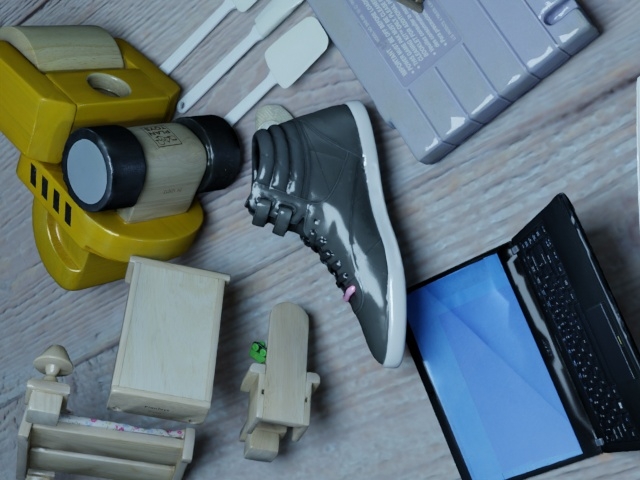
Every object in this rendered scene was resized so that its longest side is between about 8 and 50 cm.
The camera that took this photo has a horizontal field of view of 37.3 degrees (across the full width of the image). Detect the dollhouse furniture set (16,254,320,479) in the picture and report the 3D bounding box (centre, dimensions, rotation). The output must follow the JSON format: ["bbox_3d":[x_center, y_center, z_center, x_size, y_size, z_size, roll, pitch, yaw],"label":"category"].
[{"bbox_3d":[-0.194,0.195,1.152,0.355,0.304,0.173,117,161,-51],"label":"dollhouse furniture set"}]

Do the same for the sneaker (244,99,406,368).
[{"bbox_3d":[0.000,0.000,1.006,0.147,0.104,0.295,-9,77,-11],"label":"sneaker"}]

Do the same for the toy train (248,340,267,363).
[{"bbox_3d":[-0.051,0.148,1.124,0.083,0.017,0.023,34,116,26],"label":"toy train"}]

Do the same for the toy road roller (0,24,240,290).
[{"bbox_3d":[-0.281,-0.092,1.157,0.329,0.203,0.240,44,125,25],"label":"toy road roller"}]

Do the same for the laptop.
[{"bbox_3d":[0.186,0.114,0.913,0.137,0.264,0.234,-20,78,-8],"label":"laptop"}]

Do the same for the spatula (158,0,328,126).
[{"bbox_3d":[-0.104,-0.220,1.143,0.242,0.019,0.168,-39,71,28],"label":"spatula"}]

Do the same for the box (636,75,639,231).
[{"bbox_3d":[0.337,-0.047,0.722,0.121,0.311,0.147,-1,90,31],"label":"box"}]

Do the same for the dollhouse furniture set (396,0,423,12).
[{"bbox_3d":[0.055,-0.335,0.932,0.144,0.123,0.151,37,108,25],"label":"dollhouse furniture set"}]

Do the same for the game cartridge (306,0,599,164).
[{"bbox_3d":[0.101,-0.283,1.010,0.230,0.068,0.355,-40,71,29],"label":"game cartridge"}]

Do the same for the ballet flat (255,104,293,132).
[{"bbox_3d":[-0.039,-0.090,1.094,0.057,0.052,0.168,-36,73,27],"label":"ballet flat"}]
